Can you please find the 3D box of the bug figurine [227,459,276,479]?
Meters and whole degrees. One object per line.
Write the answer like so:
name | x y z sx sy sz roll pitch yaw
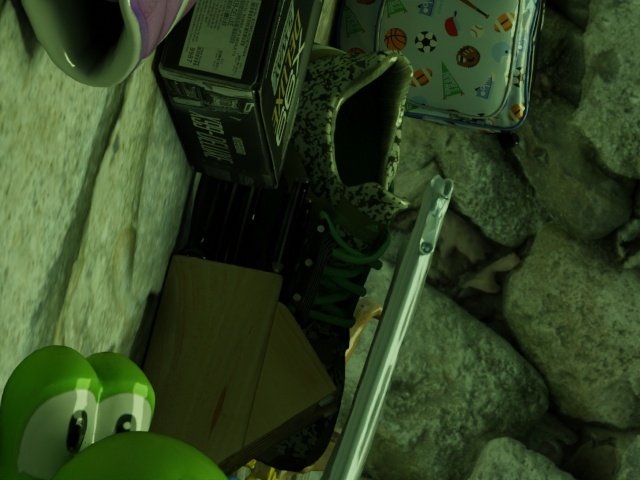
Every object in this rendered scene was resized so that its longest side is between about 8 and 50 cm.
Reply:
bug figurine | -0.121 0.310 1.644 0.216 0.072 0.279 87 20 -46

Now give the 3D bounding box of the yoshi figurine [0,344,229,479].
yoshi figurine | -0.129 0.239 0.842 0.203 0.203 0.362 5 94 -78

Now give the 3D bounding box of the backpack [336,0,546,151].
backpack | 0.152 -0.266 2.169 0.213 0.263 0.277 -15 113 -77

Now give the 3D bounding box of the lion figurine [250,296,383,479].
lion figurine | -0.040 0.126 1.844 0.240 0.142 0.392 -53 154 -11

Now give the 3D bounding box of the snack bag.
snack bag | 0.039 0.137 1.444 0.342 0.037 0.323 94 15 -74

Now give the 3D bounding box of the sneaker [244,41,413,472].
sneaker | 0.000 0.000 1.491 0.182 0.158 0.410 -14 -113 59

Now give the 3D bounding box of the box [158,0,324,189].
box | -0.040 -0.220 1.289 0.242 0.076 0.308 82 20 -74

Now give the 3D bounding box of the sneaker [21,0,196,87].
sneaker | -0.084 -0.200 0.800 0.161 0.102 0.282 -67 168 -49

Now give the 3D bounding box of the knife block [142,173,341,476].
knife block | -0.100 0.067 1.387 0.275 0.242 0.088 -32 165 -5
